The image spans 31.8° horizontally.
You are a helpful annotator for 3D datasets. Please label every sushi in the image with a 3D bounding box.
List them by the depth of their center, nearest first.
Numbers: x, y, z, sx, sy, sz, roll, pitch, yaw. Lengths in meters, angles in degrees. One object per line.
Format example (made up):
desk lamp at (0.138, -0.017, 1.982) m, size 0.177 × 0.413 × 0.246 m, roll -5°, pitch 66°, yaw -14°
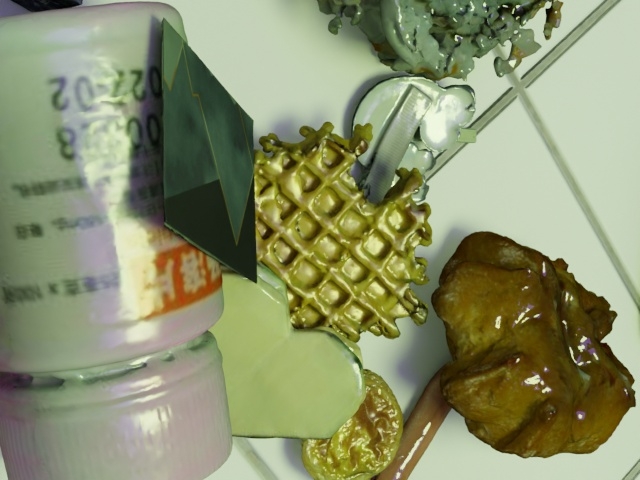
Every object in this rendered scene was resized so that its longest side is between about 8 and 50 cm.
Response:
sushi at (0.121, -0.351, 1.103) m, size 0.417 × 0.176 × 0.417 m, roll -4°, pitch 96°, yaw -37°

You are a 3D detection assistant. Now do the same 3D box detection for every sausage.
sausage at (0.105, 0.212, 1.224) m, size 0.043 × 0.043 × 0.186 m, roll 40°, pitch 75°, yaw -26°

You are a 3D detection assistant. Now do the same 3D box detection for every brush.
brush at (0.134, -0.115, 1.221) m, size 0.083 × 0.013 × 0.016 m, roll -1°, pitch 93°, yaw -27°

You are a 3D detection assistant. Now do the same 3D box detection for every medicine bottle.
medicine bottle at (-0.194, 0.008, 0.932) m, size 0.219 × 0.219 × 0.388 m, roll -12°, pitch 100°, yaw -28°

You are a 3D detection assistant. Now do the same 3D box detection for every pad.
pad at (-0.088, -0.063, 0.932) m, size 0.004 × 0.243 × 0.163 m, roll -6°, pitch 76°, yaw 12°

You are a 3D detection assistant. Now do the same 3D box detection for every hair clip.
hair clip at (0.083, -0.105, 1.168) m, size 0.116 × 0.049 × 0.172 m, roll 30°, pitch 83°, yaw -23°

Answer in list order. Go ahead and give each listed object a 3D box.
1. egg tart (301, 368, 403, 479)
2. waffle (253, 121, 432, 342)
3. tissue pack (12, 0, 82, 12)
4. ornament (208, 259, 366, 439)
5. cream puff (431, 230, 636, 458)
egg tart at (0.025, 0.193, 1.169) m, size 0.130 × 0.052 × 0.130 m, roll -4°, pitch 99°, yaw -30°
waffle at (0.000, 0.000, 1.104) m, size 0.231 × 0.051 × 0.228 m, roll -7°, pitch 104°, yaw -9°
tissue pack at (-0.272, -0.242, 0.923) m, size 0.156 × 0.112 × 0.051 m, roll 25°, pitch 84°, yaw -29°
ornament at (-0.071, 0.125, 1.083) m, size 0.201 × 0.059 × 0.180 m, roll 41°, pitch 106°, yaw -12°
cream puff at (0.225, 0.124, 1.199) m, size 0.269 × 0.155 × 0.241 m, roll 24°, pitch 58°, yaw -34°
